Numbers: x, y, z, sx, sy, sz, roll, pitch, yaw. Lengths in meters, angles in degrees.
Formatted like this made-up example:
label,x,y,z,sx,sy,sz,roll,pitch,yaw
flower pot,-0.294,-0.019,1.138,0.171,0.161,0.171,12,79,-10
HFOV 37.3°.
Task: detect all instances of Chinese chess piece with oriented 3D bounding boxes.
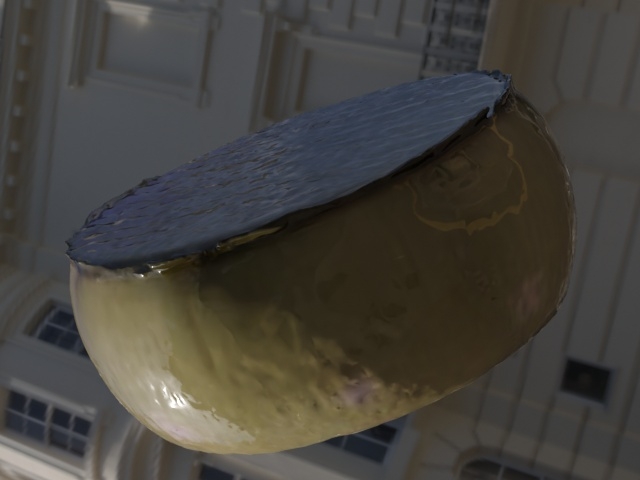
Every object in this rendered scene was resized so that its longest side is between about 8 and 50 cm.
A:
label,x,y,z,sx,sy,sz,roll,pitch,yaw
Chinese chess piece,0.000,0.000,0.512,0.270,0.270,0.112,-41,-64,-51
